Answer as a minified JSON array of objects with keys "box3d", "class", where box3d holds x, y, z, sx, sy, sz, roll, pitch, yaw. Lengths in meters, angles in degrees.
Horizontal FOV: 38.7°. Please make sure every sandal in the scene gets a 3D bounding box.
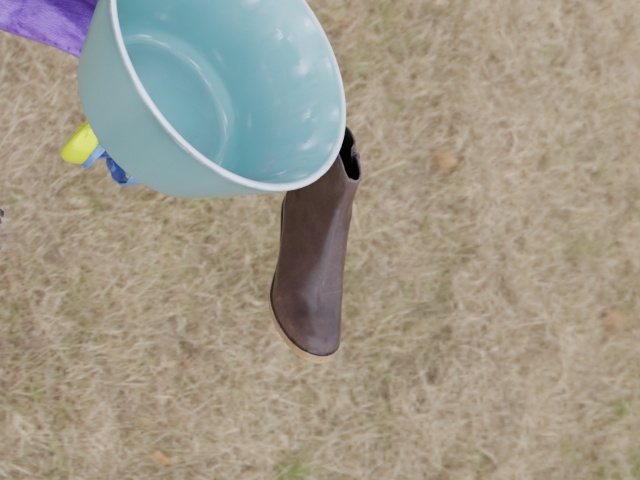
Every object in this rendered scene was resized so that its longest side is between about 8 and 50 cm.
[{"box3d":[-0.319,-0.210,1.617,0.138,0.126,0.317,46,56,-17],"class":"sandal"}]

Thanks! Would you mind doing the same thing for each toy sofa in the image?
[{"box3d":[-0.330,-0.351,1.363,0.363,0.150,0.177,23,87,-9],"class":"toy sofa"}]

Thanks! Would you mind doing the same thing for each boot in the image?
[{"box3d":[0.000,0.000,1.113,0.090,0.206,0.248,5,46,-19],"class":"boot"}]

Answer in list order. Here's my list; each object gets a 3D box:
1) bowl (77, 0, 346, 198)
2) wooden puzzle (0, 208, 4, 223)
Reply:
[{"box3d":[-0.136,-0.170,0.991,0.312,0.163,0.311,23,55,-37],"class":"bowl"},{"box3d":[-0.493,-0.051,1.341,0.049,0.006,0.083,-86,163,-44],"class":"wooden puzzle"}]
